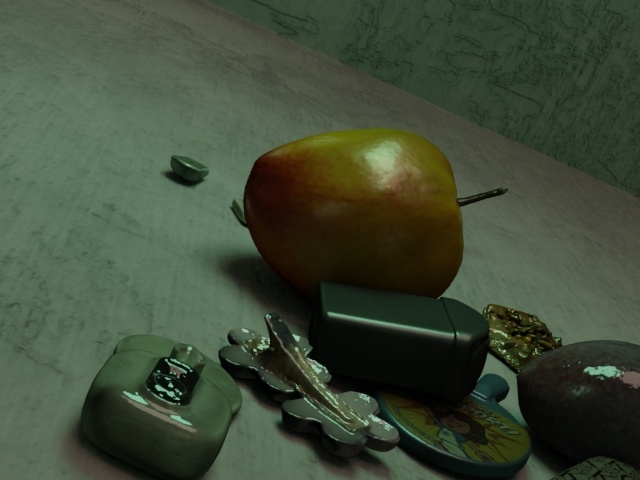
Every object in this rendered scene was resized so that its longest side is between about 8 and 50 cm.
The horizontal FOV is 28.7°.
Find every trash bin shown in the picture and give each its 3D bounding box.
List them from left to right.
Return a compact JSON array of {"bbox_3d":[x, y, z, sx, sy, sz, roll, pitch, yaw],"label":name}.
[{"bbox_3d":[0.106,0.131,1.669,0.236,0.101,0.176,11,17,-4],"label":"trash bin"}]

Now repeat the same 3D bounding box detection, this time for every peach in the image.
[{"bbox_3d":[0.045,-0.025,1.831,0.308,0.289,0.289,-10,28,-13],"label":"peach"}]

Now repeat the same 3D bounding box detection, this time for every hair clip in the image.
[{"bbox_3d":[-0.016,0.173,1.504,0.257,0.075,0.146,44,26,28],"label":"hair clip"}]

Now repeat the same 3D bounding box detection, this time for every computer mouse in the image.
[{"bbox_3d":[-0.222,-0.119,2.109,0.056,0.032,0.110,30,7,8],"label":"computer mouse"}]

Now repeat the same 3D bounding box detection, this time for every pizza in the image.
[{"bbox_3d":[0.333,0.161,2.033,0.147,0.069,0.226,28,17,-1],"label":"pizza"}]

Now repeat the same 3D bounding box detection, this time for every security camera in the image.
[{"bbox_3d":[-0.158,0.154,1.340,0.157,0.080,0.301,25,14,-2],"label":"security camera"}]

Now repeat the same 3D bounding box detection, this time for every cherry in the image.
[{"bbox_3d":[0.399,0.228,1.733,0.266,0.183,0.213,19,3,7],"label":"cherry"}]

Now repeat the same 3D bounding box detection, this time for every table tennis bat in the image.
[{"bbox_3d":[0.188,0.231,1.666,0.215,0.044,0.329,27,18,19],"label":"table tennis bat"}]

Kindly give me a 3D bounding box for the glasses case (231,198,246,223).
[{"bbox_3d":[-0.122,-0.046,2.056,0.032,0.021,0.083,17,19,-29],"label":"glasses case"}]

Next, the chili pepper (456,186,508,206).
[{"bbox_3d":[0.187,-0.058,2.354,0.338,0.131,0.134,6,1,-39],"label":"chili pepper"}]

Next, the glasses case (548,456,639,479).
[{"bbox_3d":[0.332,0.335,1.491,0.137,0.085,0.355,36,20,25],"label":"glasses case"}]
